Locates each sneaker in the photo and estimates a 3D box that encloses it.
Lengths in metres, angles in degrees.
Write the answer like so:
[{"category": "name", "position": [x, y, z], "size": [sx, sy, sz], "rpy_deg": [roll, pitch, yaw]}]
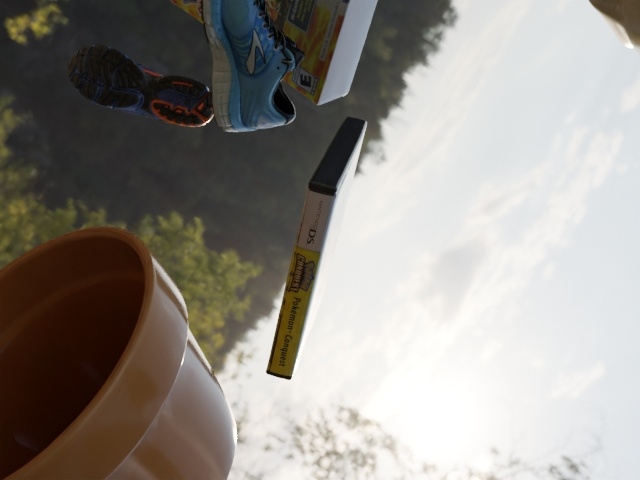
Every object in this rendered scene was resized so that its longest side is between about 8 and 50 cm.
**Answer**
[{"category": "sneaker", "position": [-0.046, -0.158, 0.735], "size": [0.063, 0.073, 0.162], "rpy_deg": [-71, 162, -49]}, {"category": "sneaker", "position": [-0.251, -0.206, 1.338], "size": [0.087, 0.221, 0.083], "rpy_deg": [78, 35, -86]}]

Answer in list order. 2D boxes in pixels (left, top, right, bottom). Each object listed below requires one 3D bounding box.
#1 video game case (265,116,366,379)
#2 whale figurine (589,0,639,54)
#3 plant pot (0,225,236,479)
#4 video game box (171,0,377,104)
[{"category": "video game case", "position": [0.000, 0.000, 1.182], "size": [0.275, 0.035, 0.248], "rpy_deg": [-65, 169, -66]}, {"category": "whale figurine", "position": [0.309, -0.163, 0.671], "size": [0.141, 0.216, 0.272], "rpy_deg": [-51, -144, 5]}, {"category": "plant pot", "position": [-0.211, 0.159, 0.861], "size": [0.290, 0.203, 0.291], "rpy_deg": [-22, -141, 19]}, {"category": "video game box", "position": [-0.031, -0.243, 0.764], "size": [0.048, 0.187, 0.205], "rpy_deg": [-27, 146, -42]}]
